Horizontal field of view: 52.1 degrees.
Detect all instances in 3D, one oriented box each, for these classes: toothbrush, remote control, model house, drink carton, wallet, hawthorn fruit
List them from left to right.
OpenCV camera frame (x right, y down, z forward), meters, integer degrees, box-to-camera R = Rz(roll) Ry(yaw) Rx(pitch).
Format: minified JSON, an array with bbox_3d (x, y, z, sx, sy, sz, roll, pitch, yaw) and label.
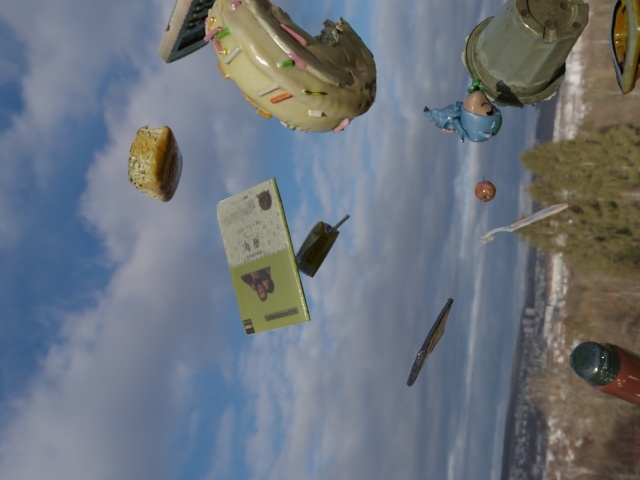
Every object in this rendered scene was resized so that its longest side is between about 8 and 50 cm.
[{"bbox_3d":[-0.269,-0.534,1.485,0.145,0.050,0.344,-39,1,-32],"label":"remote control"},{"bbox_3d":[0.000,0.000,1.760,0.199,0.075,0.084,-60,8,-6],"label":"drink carton"},{"bbox_3d":[0.312,0.284,1.843,0.285,0.030,0.146,-44,-25,-51],"label":"wallet"},{"bbox_3d":[0.509,-0.168,2.038,0.066,0.067,0.103,73,-170,-50],"label":"hawthorn fruit"},{"bbox_3d":[0.599,-0.051,1.960,0.028,0.037,0.375,-56,12,-29],"label":"toothbrush"},{"bbox_3d":[0.807,-0.508,1.509,0.268,0.239,0.173,72,-167,-52],"label":"model house"}]

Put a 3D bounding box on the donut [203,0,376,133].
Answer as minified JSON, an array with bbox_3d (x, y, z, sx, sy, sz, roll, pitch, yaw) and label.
[{"bbox_3d":[-0.042,-0.338,1.249,0.371,0.150,0.307,5,-129,-46],"label":"donut"}]

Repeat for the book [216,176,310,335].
[{"bbox_3d":[-0.144,0.042,1.583,0.035,0.239,0.351,-8,-99,-44],"label":"book"}]

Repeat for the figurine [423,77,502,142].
[{"bbox_3d":[0.331,-0.302,1.512,0.114,0.178,0.144,-23,-60,-58],"label":"figurine"}]

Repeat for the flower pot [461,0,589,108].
[{"bbox_3d":[0.536,-0.514,1.658,0.259,0.291,0.290,114,166,-73],"label":"flower pot"}]

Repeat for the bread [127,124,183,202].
[{"bbox_3d":[-0.461,-0.216,1.853,0.245,0.121,0.173,92,-162,-70],"label":"bread"}]

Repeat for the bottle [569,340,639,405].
[{"bbox_3d":[0.810,0.355,1.791,0.336,0.144,0.143,24,-112,-36],"label":"bottle"}]
